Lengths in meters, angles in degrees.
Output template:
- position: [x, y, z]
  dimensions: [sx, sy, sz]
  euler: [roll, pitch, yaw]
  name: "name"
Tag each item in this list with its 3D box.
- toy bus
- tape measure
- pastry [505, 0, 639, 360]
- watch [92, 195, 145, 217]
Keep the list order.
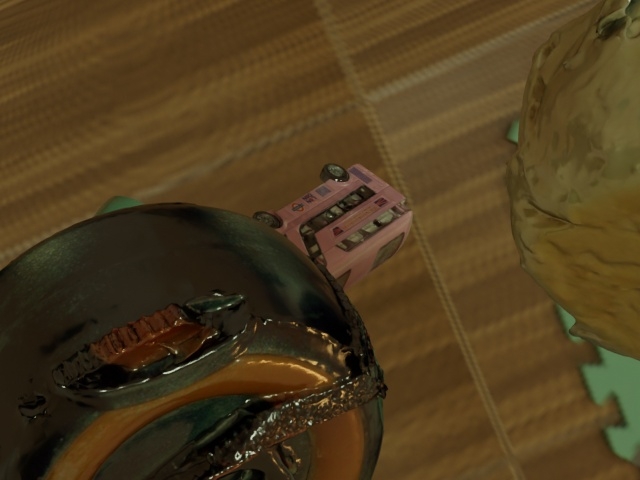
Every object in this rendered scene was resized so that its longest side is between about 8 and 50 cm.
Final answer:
- position: [0.000, 0.000, 1.548]
  dimensions: [0.090, 0.203, 0.063]
  euler: [36, 126, 16]
  name: "toy bus"
- position: [-0.079, 0.089, 0.834]
  dimensions: [0.223, 0.135, 0.202]
  euler: [-35, 136, 2]
  name: "tape measure"
- position: [0.215, -0.026, 0.940]
  dimensions: [0.265, 0.265, 0.133]
  euler: [20, 65, -9]
  name: "pastry"
- position: [-0.177, 0.066, 1.309]
  dimensions: [0.068, 0.237, 0.195]
  euler: [34, 62, -5]
  name: "watch"
